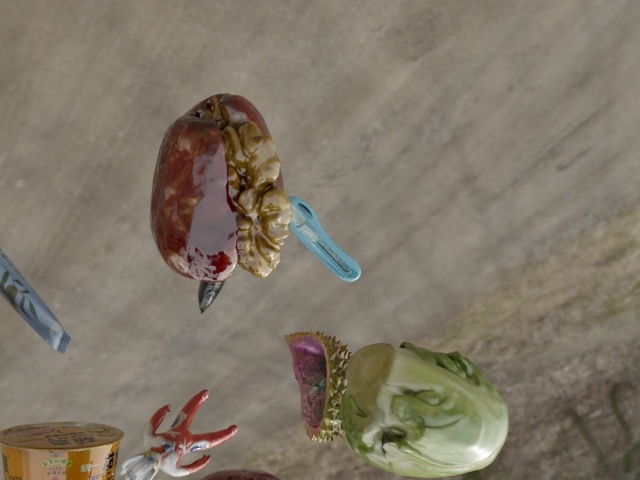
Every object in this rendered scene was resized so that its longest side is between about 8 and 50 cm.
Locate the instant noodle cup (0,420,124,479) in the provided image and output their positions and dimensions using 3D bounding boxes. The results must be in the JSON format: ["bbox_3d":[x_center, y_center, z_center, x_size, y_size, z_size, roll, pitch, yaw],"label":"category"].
[{"bbox_3d":[-0.443,0.410,1.723,0.215,0.172,0.216,2,-178,0],"label":"instant noodle cup"}]

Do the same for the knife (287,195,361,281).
[{"bbox_3d":[0.000,0.000,2.024,0.064,0.031,0.222,-39,104,16],"label":"knife"}]

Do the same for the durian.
[{"bbox_3d":[0.021,0.299,2.177,0.153,0.261,0.186,-7,162,-8],"label":"durian"}]

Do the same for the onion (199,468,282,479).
[{"bbox_3d":[-0.181,0.524,1.873,0.283,0.227,0.120,-2,143,-10],"label":"onion"}]

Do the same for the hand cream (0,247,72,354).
[{"bbox_3d":[-0.527,0.086,1.754,0.058,0.271,0.091,-39,173,-36],"label":"hand cream"}]

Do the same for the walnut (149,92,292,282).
[{"bbox_3d":[-0.146,-0.079,1.535,0.221,0.243,0.269,-19,115,-36],"label":"walnut"}]

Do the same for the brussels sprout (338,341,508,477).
[{"bbox_3d":[0.187,0.317,1.884,0.327,0.247,0.328,8,147,5],"label":"brussels sprout"}]

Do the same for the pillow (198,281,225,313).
[{"bbox_3d":[-0.204,0.063,1.971,0.150,0.048,0.090,-62,178,39],"label":"pillow"}]

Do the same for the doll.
[{"bbox_3d":[-0.373,0.518,2.586,0.099,0.188,0.384,-48,172,36],"label":"doll"}]
